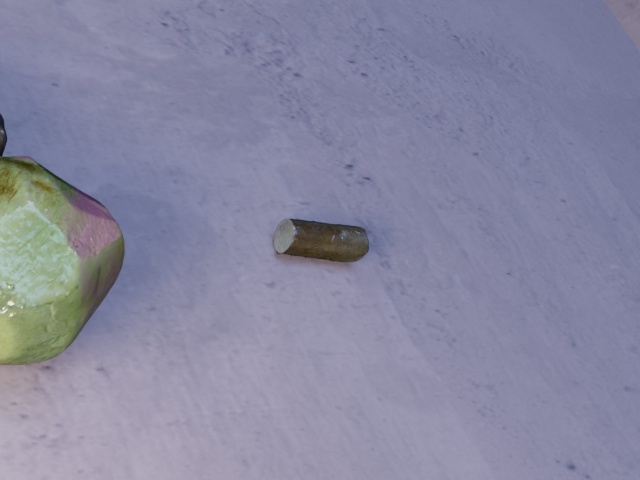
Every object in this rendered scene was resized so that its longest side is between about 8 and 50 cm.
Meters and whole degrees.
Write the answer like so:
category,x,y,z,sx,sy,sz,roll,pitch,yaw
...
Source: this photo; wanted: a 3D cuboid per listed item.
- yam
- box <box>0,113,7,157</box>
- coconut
category,x,y,z,sx,sy,sz,roll,pitch,yaw
yam,0.000,0.000,1.836,0.132,0.054,0.054,7,49,-37
box,-0.454,-0.106,1.455,0.210,0.148,0.129,-4,44,-44
coconut,-0.314,0.013,1.411,0.236,0.204,0.236,-5,38,4
